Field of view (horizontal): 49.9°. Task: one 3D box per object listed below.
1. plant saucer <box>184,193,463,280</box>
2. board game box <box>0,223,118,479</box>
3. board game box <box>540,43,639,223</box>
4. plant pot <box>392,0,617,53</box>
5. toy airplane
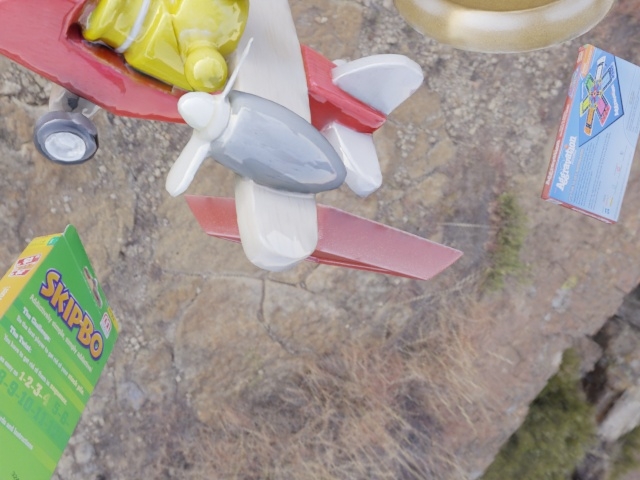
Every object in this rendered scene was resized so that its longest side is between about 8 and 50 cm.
[{"bbox_3d":[0.000,0.000,0.851,0.259,0.258,0.047,15,85,-44],"label":"plant saucer"},{"bbox_3d":[-0.217,0.102,0.505,0.039,0.259,0.124,-6,121,11],"label":"board game box"},{"bbox_3d":[0.482,-0.184,1.194,0.145,0.027,0.281,19,83,-14],"label":"board game box"},{"bbox_3d":[0.191,-0.285,0.719,0.236,0.236,0.032,-31,145,-13],"label":"plant pot"},{"bbox_3d":[-0.067,-0.191,0.650,0.384,0.386,0.272,-41,167,-41],"label":"toy airplane"}]
